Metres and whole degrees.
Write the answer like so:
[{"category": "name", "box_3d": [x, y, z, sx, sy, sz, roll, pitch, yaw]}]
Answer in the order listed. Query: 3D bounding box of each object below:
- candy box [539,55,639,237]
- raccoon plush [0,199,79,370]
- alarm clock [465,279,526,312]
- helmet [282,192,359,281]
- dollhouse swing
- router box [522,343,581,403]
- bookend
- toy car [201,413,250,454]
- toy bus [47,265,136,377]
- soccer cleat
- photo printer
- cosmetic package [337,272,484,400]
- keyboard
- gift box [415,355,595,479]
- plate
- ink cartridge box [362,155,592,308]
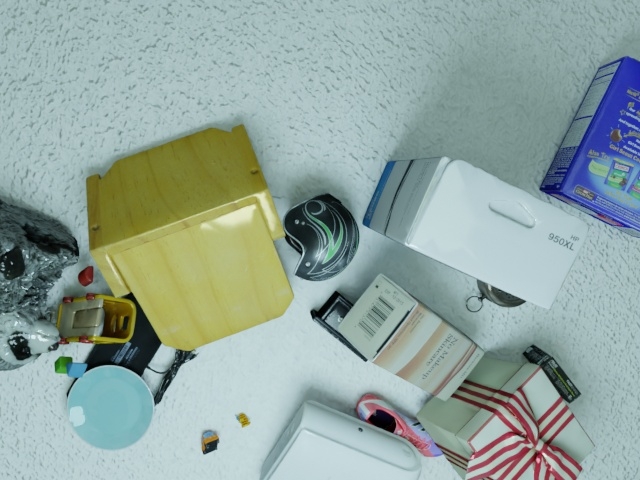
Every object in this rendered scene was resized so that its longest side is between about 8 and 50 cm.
[{"category": "candy box", "box_3d": [0.688, -0.199, 1.262, 0.268, 0.122, 0.317, 25, 95, -7]}, {"category": "raccoon plush", "box_3d": [-0.689, 0.065, 1.153, 0.446, 0.216, 0.299, 35, 102, 21]}, {"category": "alarm clock", "box_3d": [0.414, 0.100, 1.302, 0.192, 0.064, 0.129, -38, 99, 3]}, {"category": "helmet", "box_3d": [0.000, 0.000, 1.194, 0.169, 0.169, 0.161, -30, 82, -2]}, {"category": "dollhouse swing", "box_3d": [-0.254, -0.001, 1.206, 0.347, 0.315, 0.305, -21, 139, -3]}, {"category": "router box", "box_3d": [0.537, 0.309, 1.322, 0.038, 0.092, 0.122, -40, 99, 0]}, {"category": "bookend", "box_3d": [0.087, 0.157, 1.267, 0.156, 0.072, 0.157, 40, 91, -9]}, {"category": "toy car", "box_3d": [-0.220, 0.439, 1.297, 0.122, 0.060, 0.040, -25, 55, -19]}, {"category": "toy bus", "box_3d": [-0.470, 0.170, 1.179, 0.104, 0.202, 0.191, 20, 113, -46]}, {"category": "soccer cleat", "box_3d": [0.190, 0.436, 1.300, 0.248, 0.095, 0.083, 33, 92, -8]}, {"category": "photo printer", "box_3d": [0.051, 0.507, 1.252, 0.308, 0.107, 0.256, 25, 119, -9]}, {"category": "cosmetic package", "box_3d": [0.196, 0.209, 1.187, 0.296, 0.129, 0.153, 34, 94, -42]}, {"category": "keyboard", "box_3d": [-0.397, 0.265, 1.251, 0.202, 0.033, 0.317, 33, 94, -2]}, {"category": "gift box", "box_3d": [0.386, 0.428, 1.208, 0.276, 0.258, 0.255, -44, 100, -17]}, {"category": "plate", "box_3d": [-0.451, 0.360, 1.229, 0.188, 0.024, 0.188, 0, 93, -1]}, {"category": "ink cartridge box", "box_3d": [0.268, -0.032, 1.099, 0.286, 0.395, 0.166, 23, 94, -8]}]
